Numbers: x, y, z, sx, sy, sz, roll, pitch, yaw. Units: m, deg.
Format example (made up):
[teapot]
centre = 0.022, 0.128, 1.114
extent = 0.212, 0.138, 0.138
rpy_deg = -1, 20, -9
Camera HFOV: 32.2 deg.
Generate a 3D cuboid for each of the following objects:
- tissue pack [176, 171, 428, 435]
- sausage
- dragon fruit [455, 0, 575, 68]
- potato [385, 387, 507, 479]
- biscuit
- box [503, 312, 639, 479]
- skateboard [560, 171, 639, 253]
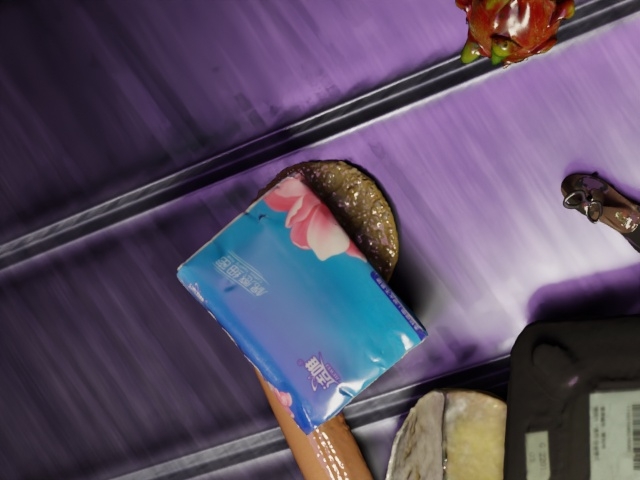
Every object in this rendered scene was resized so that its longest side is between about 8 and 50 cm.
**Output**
[tissue pack]
centre = -0.024, 0.082, 1.387
extent = 0.209, 0.137, 0.269
rpy_deg = -39, 86, 1
[sausage]
centre = -0.010, 0.246, 1.490
extent = 0.086, 0.086, 0.289
rpy_deg = -24, 92, 20
[dragon fruit]
centre = 0.234, -0.290, 1.321
extent = 0.138, 0.175, 0.142
rpy_deg = 21, 74, 3
[potato]
centre = 0.231, 0.311, 1.425
extent = 0.264, 0.211, 0.189
rpy_deg = 13, 70, -10
[biscuit]
centre = 0.000, 0.000, 1.475
extent = 0.220, 0.033, 0.220
rpy_deg = 2, 98, 17
[box]
centre = 0.363, 0.253, 1.213
extent = 0.350, 0.091, 0.359
rpy_deg = -8, 69, 35
[skateboard]
centre = 0.354, -0.031, 1.333
extent = 0.151, 0.080, 0.067
rpy_deg = 30, 113, 13
